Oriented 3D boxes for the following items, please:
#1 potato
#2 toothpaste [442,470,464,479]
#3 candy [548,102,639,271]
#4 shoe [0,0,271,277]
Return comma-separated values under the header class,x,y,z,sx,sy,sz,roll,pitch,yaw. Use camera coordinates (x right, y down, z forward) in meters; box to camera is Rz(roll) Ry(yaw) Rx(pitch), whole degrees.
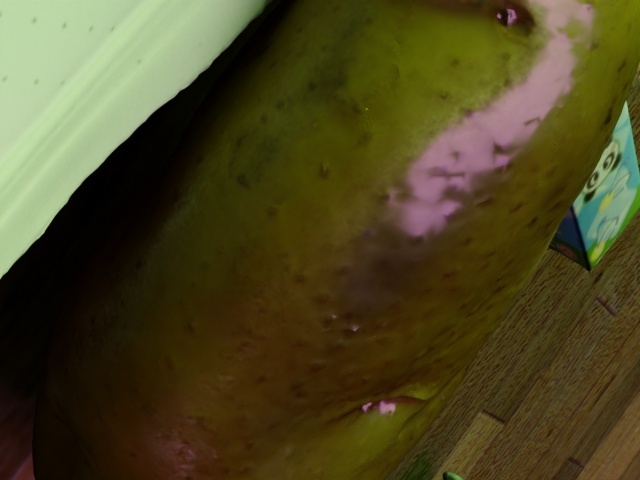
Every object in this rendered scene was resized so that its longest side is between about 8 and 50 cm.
class,x,y,z,sx,sy,sz,roll,pitch,yaw
potato,0.000,0.000,0.490,0.196,0.176,0.369,3,133,-38
toothpaste,-0.005,0.276,0.894,0.299,0.073,0.114,-35,143,-15
candy,0.106,-0.066,0.672,0.062,0.097,0.194,-51,150,-10
shoe,-0.145,-0.053,0.320,0.363,0.132,0.160,-45,149,-22
